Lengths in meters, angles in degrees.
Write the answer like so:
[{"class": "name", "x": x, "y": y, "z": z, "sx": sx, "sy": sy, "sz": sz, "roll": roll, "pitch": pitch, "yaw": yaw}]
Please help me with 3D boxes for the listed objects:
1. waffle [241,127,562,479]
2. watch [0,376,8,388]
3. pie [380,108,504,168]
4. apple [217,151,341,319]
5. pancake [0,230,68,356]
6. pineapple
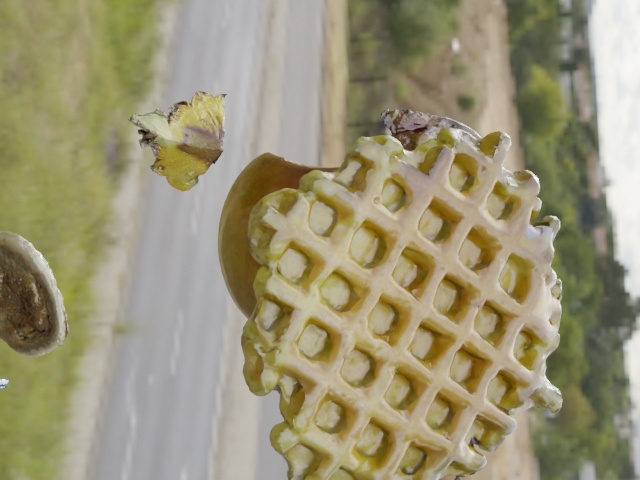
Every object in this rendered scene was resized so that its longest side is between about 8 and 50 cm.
[{"class": "waffle", "x": 0.061, "y": 0.051, "z": 0.975, "sx": 0.052, "sy": 0.245, "sz": 0.254, "roll": 16, "pitch": -62, "yaw": 65}, {"class": "watch", "x": -0.519, "y": 0.090, "z": 1.738, "sx": 0.068, "sy": 0.274, "sz": 0.276, "roll": 26, "pitch": 46, "yaw": -63}, {"class": "pie", "x": 0.134, "y": -0.050, "z": 1.315, "sx": 0.191, "sy": 0.088, "sz": 0.033, "roll": 62, "pitch": -22, "yaw": 6}, {"class": "apple", "x": 0.000, "y": 0.000, "z": 1.602, "sx": 0.237, "sy": 0.237, "sz": 0.207, "roll": -38, "pitch": 123, "yaw": -76}, {"class": "pancake", "x": -0.310, "y": 0.057, "z": 1.468, "sx": 0.022, "sy": 0.139, "sz": 0.139, "roll": -37, "pitch": 126, "yaw": -50}, {"class": "pineapple", "x": -0.149, "y": -0.106, "z": 1.514, "sx": 0.077, "sy": 0.114, "sz": 0.114, "roll": 43, "pitch": -65, "yaw": 48}]
